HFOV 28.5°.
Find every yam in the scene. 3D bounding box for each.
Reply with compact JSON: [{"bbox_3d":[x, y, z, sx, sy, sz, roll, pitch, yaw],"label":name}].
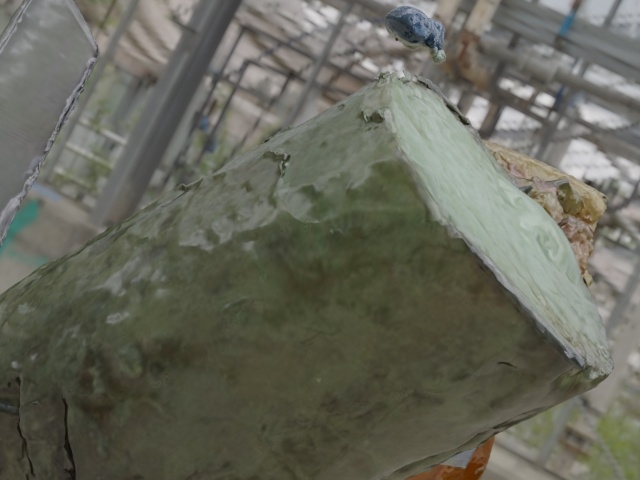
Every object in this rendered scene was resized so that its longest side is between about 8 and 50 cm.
[{"bbox_3d":[-0.026,0.052,0.639,0.195,0.300,0.195,53,18,-26],"label":"yam"}]

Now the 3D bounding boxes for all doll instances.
[{"bbox_3d":[0.115,-0.261,1.564,0.083,0.050,0.076,20,8,-43],"label":"doll"}]

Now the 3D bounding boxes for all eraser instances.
[{"bbox_3d":[-0.259,-0.058,0.949,0.077,0.353,0.111,33,-44,-19],"label":"eraser"}]

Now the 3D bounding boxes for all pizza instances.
[{"bbox_3d":[0.112,-0.036,1.061,0.268,0.087,0.258,28,29,2],"label":"pizza"}]

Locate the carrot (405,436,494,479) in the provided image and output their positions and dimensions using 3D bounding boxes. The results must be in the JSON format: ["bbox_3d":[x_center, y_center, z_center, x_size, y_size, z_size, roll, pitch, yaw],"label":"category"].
[{"bbox_3d":[0.042,0.156,1.212,0.100,0.307,0.258,-14,71,-48],"label":"carrot"}]

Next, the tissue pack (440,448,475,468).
[{"bbox_3d":[0.070,0.059,0.777,0.115,0.155,0.065,13,20,-36],"label":"tissue pack"}]
